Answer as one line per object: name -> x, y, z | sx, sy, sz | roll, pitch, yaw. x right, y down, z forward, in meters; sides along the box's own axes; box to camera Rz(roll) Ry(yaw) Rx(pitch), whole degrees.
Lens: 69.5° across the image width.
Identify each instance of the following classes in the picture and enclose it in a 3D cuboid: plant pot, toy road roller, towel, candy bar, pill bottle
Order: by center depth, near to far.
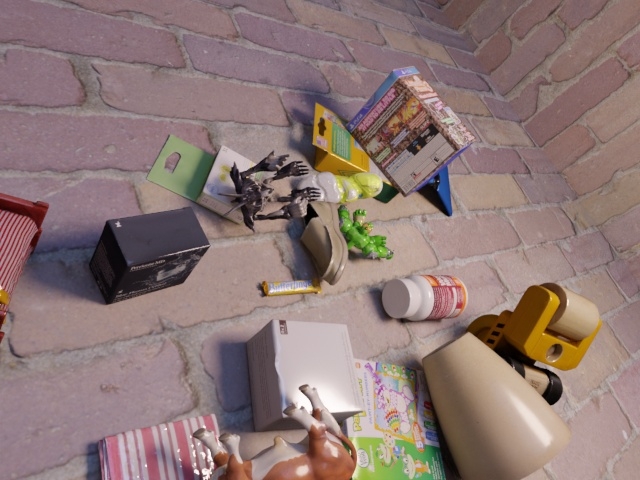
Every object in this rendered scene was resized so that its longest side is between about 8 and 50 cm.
towel -> -0.240, 0.365, 0.730 | 0.197, 0.029, 0.144 | 3, 58, -40
plant pot -> 0.354, 0.356, 1.032 | 0.256, 0.256, 0.274 | -16, 68, -44
candy bar -> -0.066, 0.108, 1.065 | 0.162, 0.018, 0.040 | 1, 58, -38
pill bottle -> 0.278, 0.151, 1.223 | 0.221, 0.121, 0.121 | 4, 57, -36
toy road roller -> 0.534, 0.250, 1.225 | 0.203, 0.329, 0.240 | 23, 11, -24

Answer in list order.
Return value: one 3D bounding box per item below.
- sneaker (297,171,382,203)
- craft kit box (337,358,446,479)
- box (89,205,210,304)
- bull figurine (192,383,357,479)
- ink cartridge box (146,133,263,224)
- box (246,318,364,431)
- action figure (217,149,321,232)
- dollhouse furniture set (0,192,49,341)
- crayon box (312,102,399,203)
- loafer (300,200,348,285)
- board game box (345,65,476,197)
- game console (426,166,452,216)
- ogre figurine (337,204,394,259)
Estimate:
sneaker -> 0.050, -0.140, 1.308 | 0.240, 0.126, 0.091 | -2, 87, -9
craft kit box -> 0.140, 0.389, 0.987 | 0.247, 0.061, 0.249 | 14, 51, -26
box -> -0.310, 0.027, 0.834 | 0.156, 0.158, 0.093 | -16, 70, -43
bull figurine -> -0.089, 0.362, 0.708 | 0.310, 0.101, 0.188 | -18, 95, -26
ink cartridge box -> -0.262, -0.158, 1.090 | 0.235, 0.056, 0.171 | 28, 46, -21
box -> -0.034, 0.262, 0.898 | 0.182, 0.119, 0.181 | 10, 53, -32
action figure -> -0.104, -0.121, 1.053 | 0.276, 0.141, 0.164 | -31, 103, -56
dollhouse furniture set -> -0.606, 0.014, 0.617 | 0.374, 0.152, 0.201 | 16, 50, -28
crayon box -> 0.097, -0.268, 1.430 | 0.323, 0.083, 0.203 | 23, 47, -23
loafer -> 0.000, 0.000, 1.145 | 0.092, 0.102, 0.268 | 12, 39, -20
board game box -> 0.264, -0.321, 1.369 | 0.291, 0.232, 0.141 | 52, 42, 6
game console -> 0.359, -0.249, 1.662 | 0.250, 0.173, 0.293 | 6, 48, 4
ogre figurine -> 0.111, -0.013, 1.246 | 0.197, 0.097, 0.118 | 62, 25, -4
